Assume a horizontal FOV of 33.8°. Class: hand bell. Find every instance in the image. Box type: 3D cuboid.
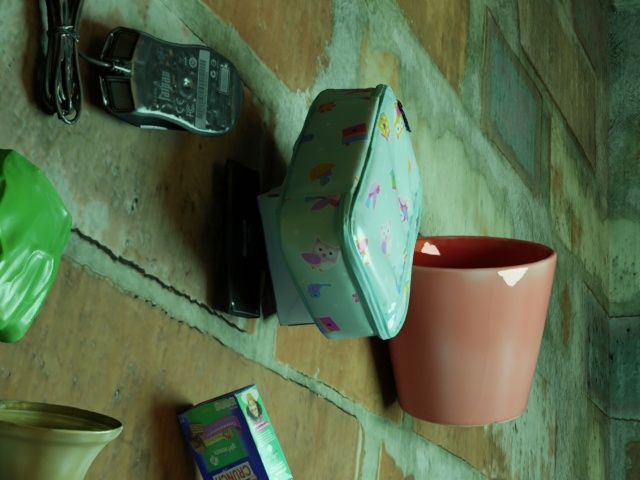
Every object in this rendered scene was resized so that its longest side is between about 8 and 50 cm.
[{"bbox_3d":[-0.243,0.259,0.850,0.126,0.126,0.242,13,86,-61],"label":"hand bell"}]

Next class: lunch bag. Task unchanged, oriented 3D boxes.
[{"bbox_3d":[0.048,-0.034,1.232,0.279,0.107,0.224,-73,149,-41],"label":"lunch bag"}]

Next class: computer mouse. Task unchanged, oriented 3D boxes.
[{"bbox_3d":[-0.186,-0.200,1.070,0.262,0.060,0.184,-1,90,-51],"label":"computer mouse"}]

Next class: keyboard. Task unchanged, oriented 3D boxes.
[{"bbox_3d":[-0.090,0.001,1.242,0.108,0.023,0.180,22,66,-67],"label":"keyboard"}]

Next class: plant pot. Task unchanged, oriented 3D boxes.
[{"bbox_3d":[0.212,0.132,1.576,0.275,0.274,0.243,-20,113,-62],"label":"plant pot"}]

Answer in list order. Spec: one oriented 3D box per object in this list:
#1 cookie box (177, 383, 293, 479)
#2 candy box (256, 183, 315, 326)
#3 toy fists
[{"bbox_3d":[-0.090,0.215,1.101,0.040,0.091,0.107,-20,87,-54],"label":"cookie box"},{"bbox_3d":[0.000,0.000,1.345,0.196,0.070,0.165,-36,119,-65],"label":"candy box"},{"bbox_3d":[-0.298,-0.041,0.784,0.142,0.096,0.279,-78,148,-49],"label":"toy fists"}]
